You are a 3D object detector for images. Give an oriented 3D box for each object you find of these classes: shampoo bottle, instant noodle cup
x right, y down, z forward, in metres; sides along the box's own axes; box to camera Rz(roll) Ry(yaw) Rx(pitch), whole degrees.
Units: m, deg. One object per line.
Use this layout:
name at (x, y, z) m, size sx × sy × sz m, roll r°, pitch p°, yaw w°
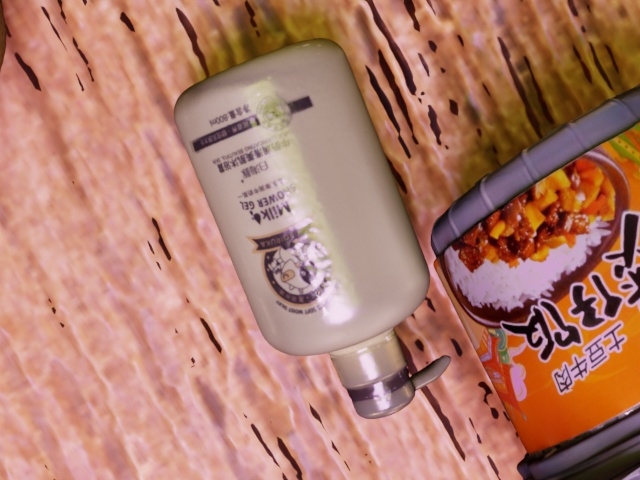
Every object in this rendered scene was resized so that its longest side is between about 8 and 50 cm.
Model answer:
shampoo bottle at (0.000, 0.000, 0.501) m, size 0.079 × 0.079 × 0.162 m, roll -21°, pitch 95°, yaw 1°
instant noodle cup at (0.125, 0.015, 0.470) m, size 0.178 × 0.208 × 0.125 m, roll -36°, pitch 80°, yaw 32°

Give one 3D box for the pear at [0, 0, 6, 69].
pear at (-0.208, -0.085, 0.462) m, size 0.167 × 0.136 × 0.167 m, roll 0°, pitch 94°, yaw -5°
